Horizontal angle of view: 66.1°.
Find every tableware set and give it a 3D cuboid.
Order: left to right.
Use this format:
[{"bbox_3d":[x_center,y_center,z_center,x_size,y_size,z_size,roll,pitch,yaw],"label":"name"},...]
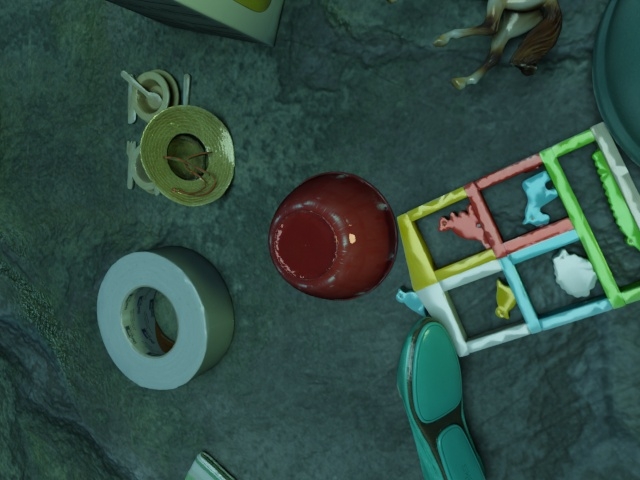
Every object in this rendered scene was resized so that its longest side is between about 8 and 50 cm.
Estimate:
[{"bbox_3d":[-0.267,-0.169,0.771,0.128,0.039,0.194,8,100,23],"label":"tableware set"}]

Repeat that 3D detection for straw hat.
[{"bbox_3d":[-0.200,-0.122,0.732,0.061,0.144,0.145,5,101,64],"label":"straw hat"}]

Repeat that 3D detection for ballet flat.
[{"bbox_3d":[0.136,0.215,0.614,0.087,0.083,0.248,-8,99,64],"label":"ballet flat"}]

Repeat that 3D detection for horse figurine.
[{"bbox_3d":[0.171,-0.281,0.537,0.174,0.066,0.263,-36,72,2],"label":"horse figurine"}]

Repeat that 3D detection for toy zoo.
[{"bbox_3d":[0.220,0.017,0.582,0.293,0.030,0.193,-25,86,24],"label":"toy zoo"}]

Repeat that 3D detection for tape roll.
[{"bbox_3d":[-0.248,0.121,0.782,0.219,0.072,0.220,3,98,24],"label":"tape roll"}]

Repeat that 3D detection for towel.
[{"bbox_3d":[-0.187,0.442,0.826,0.113,0.023,0.152,33,111,19],"label":"towel"}]

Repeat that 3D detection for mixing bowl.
[{"bbox_3d":[0.000,0.000,0.642,0.181,0.098,0.182,3,97,24],"label":"mixing bowl"}]

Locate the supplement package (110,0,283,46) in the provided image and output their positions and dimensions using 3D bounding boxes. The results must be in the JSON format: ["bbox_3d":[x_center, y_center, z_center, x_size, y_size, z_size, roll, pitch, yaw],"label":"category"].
[{"bbox_3d":[-0.178,-0.375,0.582,0.197,0.262,0.200,19,104,20],"label":"supplement package"}]

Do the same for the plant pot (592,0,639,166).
[{"bbox_3d":[0.391,-0.176,0.375,0.292,0.196,0.294,1,94,18],"label":"plant pot"}]
